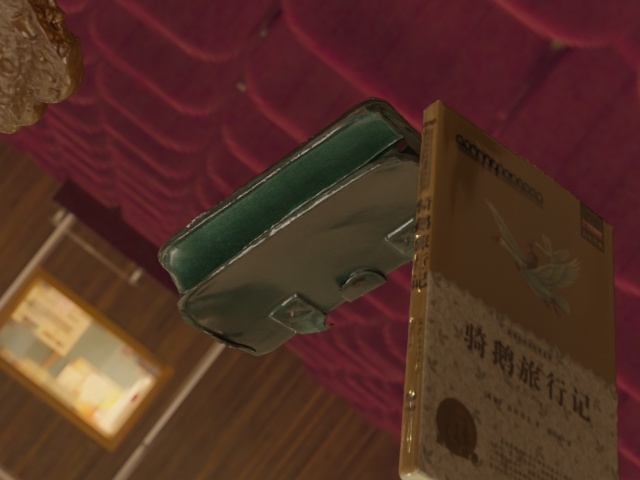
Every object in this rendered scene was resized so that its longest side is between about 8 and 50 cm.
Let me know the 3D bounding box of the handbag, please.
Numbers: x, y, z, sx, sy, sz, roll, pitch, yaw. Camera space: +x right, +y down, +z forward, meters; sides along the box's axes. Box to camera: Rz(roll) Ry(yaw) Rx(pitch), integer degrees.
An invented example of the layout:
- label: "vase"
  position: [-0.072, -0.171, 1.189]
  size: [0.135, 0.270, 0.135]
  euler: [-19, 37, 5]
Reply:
- label: "handbag"
  position: [0.000, 0.000, 1.685]
  size: [0.238, 0.326, 0.089]
  euler: [36, -157, -53]

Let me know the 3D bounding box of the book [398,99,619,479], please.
- label: "book"
  position: [0.146, 0.070, 1.087]
  size: [0.217, 0.310, 0.021]
  euler: [31, 139, -32]

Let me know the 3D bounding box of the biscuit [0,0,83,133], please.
- label: "biscuit"
  position: [-0.361, -0.258, 1.723]
  size: [0.183, 0.047, 0.320]
  euler: [13, 132, 20]
